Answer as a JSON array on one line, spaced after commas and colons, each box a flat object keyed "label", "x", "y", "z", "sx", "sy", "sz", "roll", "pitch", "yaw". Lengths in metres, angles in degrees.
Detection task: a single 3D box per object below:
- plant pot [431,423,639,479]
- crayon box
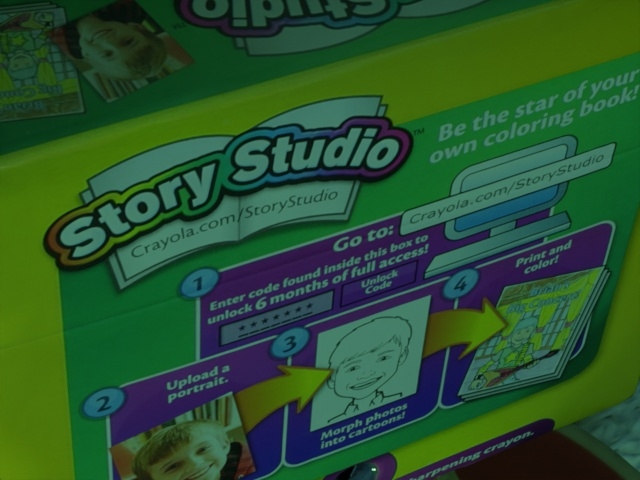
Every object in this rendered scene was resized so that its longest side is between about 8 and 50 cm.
[{"label": "plant pot", "x": 0.085, "y": 0.243, "z": 1.026, "sx": 0.275, "sy": 0.275, "sz": 0.243, "roll": 13, "pitch": 121, "yaw": -34}, {"label": "crayon box", "x": 0.000, "y": 0.000, "z": 0.781, "sx": 0.363, "sy": 0.106, "sz": 0.313, "roll": -18, "pitch": 140, "yaw": -20}]
